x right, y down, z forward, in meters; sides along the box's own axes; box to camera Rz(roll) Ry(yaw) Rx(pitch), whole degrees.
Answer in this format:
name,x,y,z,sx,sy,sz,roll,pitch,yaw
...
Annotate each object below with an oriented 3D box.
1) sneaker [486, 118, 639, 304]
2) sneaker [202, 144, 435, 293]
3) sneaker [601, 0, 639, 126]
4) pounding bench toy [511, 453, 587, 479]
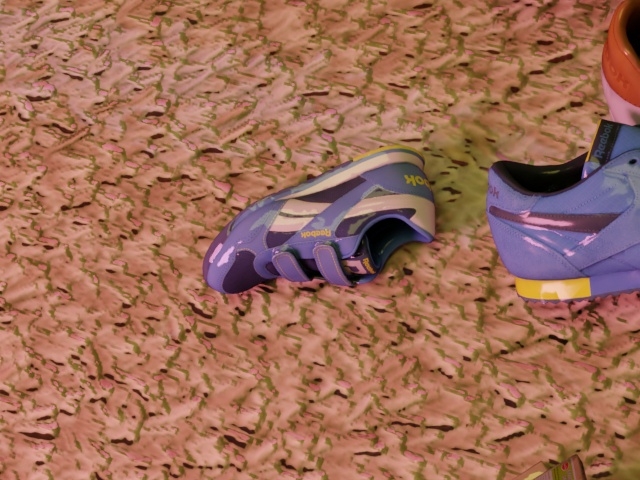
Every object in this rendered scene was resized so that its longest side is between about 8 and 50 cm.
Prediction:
name,x,y,z,sx,sy,sz,roll,pitch,yaw
sneaker,0.182,-0.024,0.742,0.209,0.069,0.082,-9,110,27
sneaker,0.000,0.000,0.841,0.144,0.053,0.059,-27,64,10
sneaker,0.281,-0.085,0.727,0.290,0.123,0.106,-2,66,19
pounding bench toy,0.123,0.148,0.735,0.052,0.083,0.065,-33,92,9
